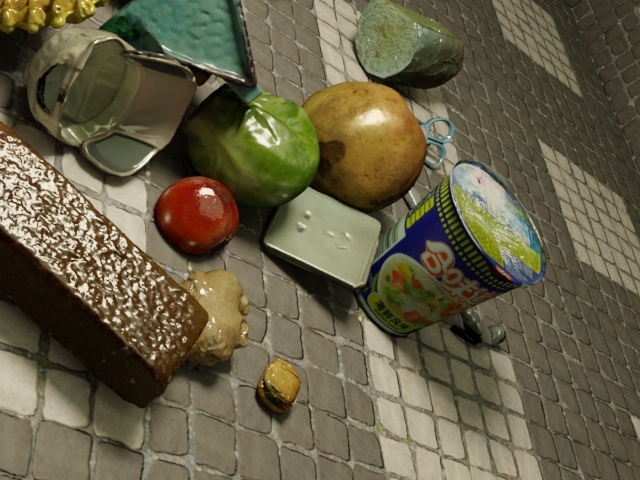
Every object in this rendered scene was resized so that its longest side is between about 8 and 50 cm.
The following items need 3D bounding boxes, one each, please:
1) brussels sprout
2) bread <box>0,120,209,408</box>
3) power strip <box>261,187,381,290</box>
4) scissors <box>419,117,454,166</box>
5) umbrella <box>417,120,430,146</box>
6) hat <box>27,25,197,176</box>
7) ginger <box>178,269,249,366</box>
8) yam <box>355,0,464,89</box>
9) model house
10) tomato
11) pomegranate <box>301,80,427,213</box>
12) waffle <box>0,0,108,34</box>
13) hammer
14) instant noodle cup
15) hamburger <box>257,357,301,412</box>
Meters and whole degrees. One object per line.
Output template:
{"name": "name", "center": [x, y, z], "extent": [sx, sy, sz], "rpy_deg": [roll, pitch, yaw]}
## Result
{"name": "brussels sprout", "center": [-0.121, -0.168, 1.743], "extent": [0.244, 0.244, 0.244], "rpy_deg": [32, 38, -29]}
{"name": "bread", "center": [-0.345, 0.034, 1.323], "extent": [0.416, 0.113, 0.165], "rpy_deg": [44, 44, -9]}
{"name": "power strip", "center": [0.000, 0.000, 1.848], "extent": [0.213, 0.064, 0.198], "rpy_deg": [26, 44, -4]}
{"name": "scissors", "center": [0.218, -0.268, 2.392], "extent": [0.256, 0.125, 0.030], "rpy_deg": [15, 4, -30]}
{"name": "umbrella", "center": [0.210, -0.304, 2.435], "extent": [0.188, 0.050, 0.046], "rpy_deg": [46, 54, -11]}
{"name": "hat", "center": [-0.329, -0.238, 1.540], "extent": [0.275, 0.232, 0.161], "rpy_deg": [9, 39, -35]}
{"name": "ginger", "center": [-0.174, 0.133, 1.507], "extent": [0.137, 0.074, 0.213], "rpy_deg": [26, 34, -9]}
{"name": "yam", "center": [0.234, -0.495, 2.512], "extent": [0.271, 0.201, 0.202], "rpy_deg": [-8, 45, -50]}
{"name": "model house", "center": [-0.207, -0.339, 1.675], "extent": [0.249, 0.230, 0.280], "rpy_deg": [52, 7, -14]}
{"name": "tomato", "center": [-0.196, -0.051, 1.638], "extent": [0.139, 0.091, 0.159], "rpy_deg": [57, 34, 7]}
{"name": "pomegranate", "center": [0.075, -0.192, 1.957], "extent": [0.281, 0.281, 0.281], "rpy_deg": [32, 38, -29]}
{"name": "waffle", "center": [-0.469, -0.381, 1.543], "extent": [0.249, 0.056, 0.253], "rpy_deg": [22, 38, 37]}
{"name": "hammer", "center": [0.285, 0.051, 2.202], "extent": [0.152, 0.044, 0.427], "rpy_deg": [6, 53, -48]}
{"name": "instant noodle cup", "center": [0.232, 0.039, 1.887], "extent": [0.284, 0.312, 0.284], "rpy_deg": [31, 40, -30]}
{"name": "hamburger", "center": [-0.067, 0.237, 1.571], "extent": [0.076, 0.044, 0.083], "rpy_deg": [44, 31, -11]}
